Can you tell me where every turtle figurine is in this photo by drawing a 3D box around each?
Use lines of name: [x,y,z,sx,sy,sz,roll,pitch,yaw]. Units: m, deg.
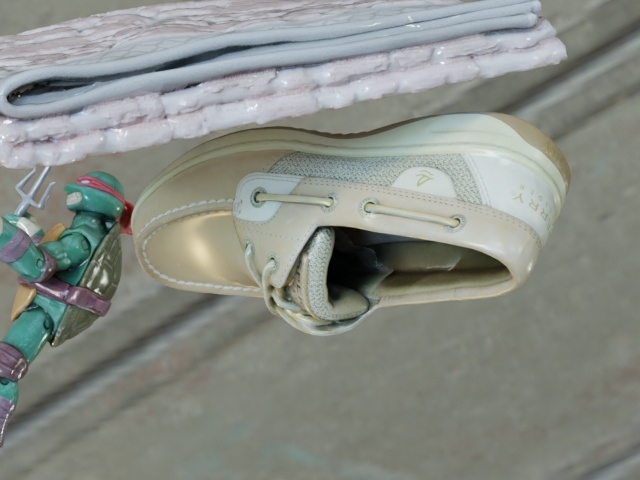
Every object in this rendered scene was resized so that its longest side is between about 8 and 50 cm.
turtle figurine: [-0.198,0.025,1.358,0.118,0.234,0.175,22,171,7]

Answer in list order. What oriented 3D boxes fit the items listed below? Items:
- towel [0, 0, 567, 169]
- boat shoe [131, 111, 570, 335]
towel: [-0.071,-0.107,1.158,0.332,0.317,0.053,-12,102,-20]
boat shoe: [0.000,0.000,1.160,0.302,0.098,0.109,-7,138,35]
